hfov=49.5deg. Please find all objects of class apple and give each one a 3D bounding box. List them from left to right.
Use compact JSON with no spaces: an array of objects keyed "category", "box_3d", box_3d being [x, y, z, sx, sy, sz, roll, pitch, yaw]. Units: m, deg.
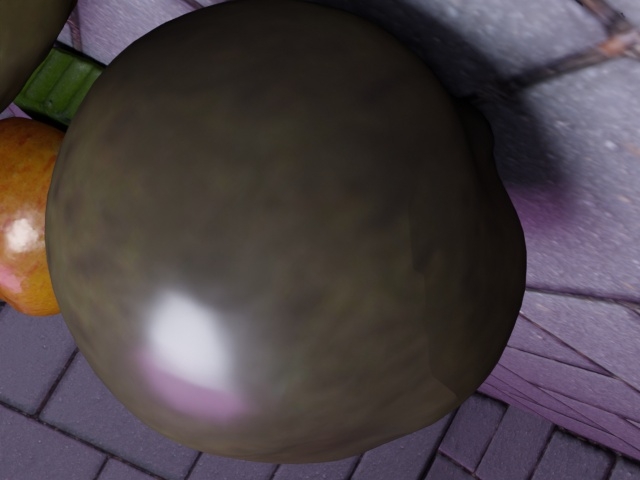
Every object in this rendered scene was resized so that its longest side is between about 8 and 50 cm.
[{"category":"apple","box_3d":[-0.435,-0.033,1.072,0.299,0.275,0.299,31,170,6]}]

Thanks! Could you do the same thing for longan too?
[{"category":"longan","box_3d":[-0.018,0.001,0.514,0.361,0.360,0.361,29,172,4]}]

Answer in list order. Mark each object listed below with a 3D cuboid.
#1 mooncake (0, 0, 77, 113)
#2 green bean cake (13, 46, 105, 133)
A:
[{"category":"mooncake","box_3d":[-0.455,-0.262,0.572,0.467,0.262,0.467,31,171,5]},{"category":"green bean cake","box_3d":[-0.353,-0.201,1.088,0.200,0.113,0.214,26,172,9]}]
